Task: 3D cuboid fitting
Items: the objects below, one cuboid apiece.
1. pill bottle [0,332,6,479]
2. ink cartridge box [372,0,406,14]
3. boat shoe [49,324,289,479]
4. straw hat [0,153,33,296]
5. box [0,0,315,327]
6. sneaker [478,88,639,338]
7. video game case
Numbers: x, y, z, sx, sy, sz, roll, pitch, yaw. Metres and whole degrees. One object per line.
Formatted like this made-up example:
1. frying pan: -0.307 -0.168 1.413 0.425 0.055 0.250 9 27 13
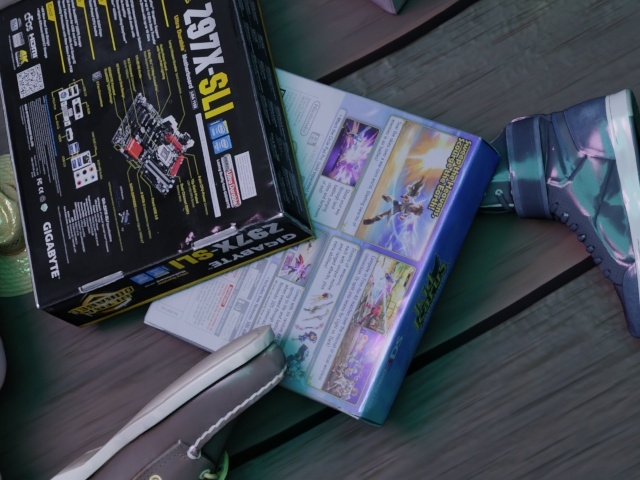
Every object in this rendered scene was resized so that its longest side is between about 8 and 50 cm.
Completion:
1. pill bottle: -0.414 0.050 1.576 0.229 0.229 0.407 -18 71 4
2. ink cartridge box: 0.059 -0.396 1.641 0.198 0.197 0.270 35 84 15
3. boat shoe: -0.141 0.195 1.541 0.324 0.116 0.096 -38 89 19
4. straw hat: -0.305 -0.023 1.676 0.145 0.061 0.144 -2 77 9
5. box: -0.163 -0.111 1.619 0.257 0.079 0.322 -21 67 17
6. sneaker: 0.224 -0.010 1.586 0.163 0.086 0.226 -11 83 15
7. video game case: 0.000 0.000 1.586 0.244 0.061 0.269 22 85 30
